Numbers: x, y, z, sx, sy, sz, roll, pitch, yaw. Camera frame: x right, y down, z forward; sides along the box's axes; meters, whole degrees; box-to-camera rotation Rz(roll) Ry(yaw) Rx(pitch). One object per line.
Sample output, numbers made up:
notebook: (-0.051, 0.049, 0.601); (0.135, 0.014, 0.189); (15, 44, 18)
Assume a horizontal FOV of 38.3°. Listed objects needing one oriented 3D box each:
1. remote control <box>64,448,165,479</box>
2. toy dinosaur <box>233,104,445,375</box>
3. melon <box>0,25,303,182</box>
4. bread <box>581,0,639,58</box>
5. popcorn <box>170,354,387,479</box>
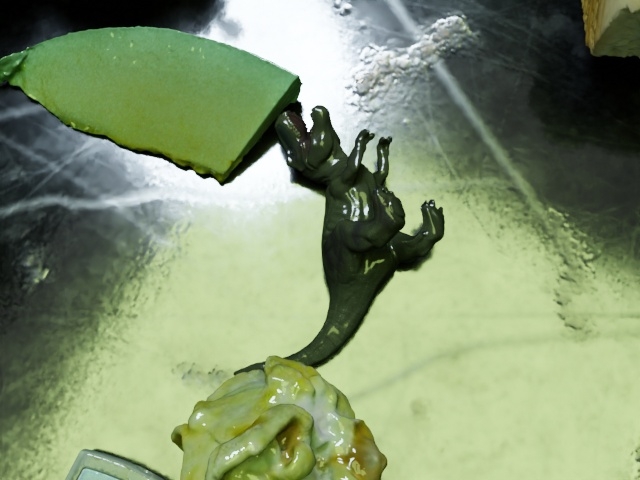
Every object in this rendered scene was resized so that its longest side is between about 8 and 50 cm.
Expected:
remote control: (-0.180, 0.271, 0.656); (0.098, 0.038, 0.233); (26, 78, 5)
toy dinosaur: (0.000, 0.000, 0.725); (0.179, 0.087, 0.187); (-35, 59, 29)
melon: (-0.147, -0.115, 0.747); (0.262, 0.053, 0.114); (10, 96, 7)
bread: (0.293, -0.236, 0.674); (0.184, 0.211, 0.224); (-1, 83, 7)
popcorn: (-0.032, 0.157, 0.643); (0.135, 0.162, 0.141); (-53, 54, 24)
